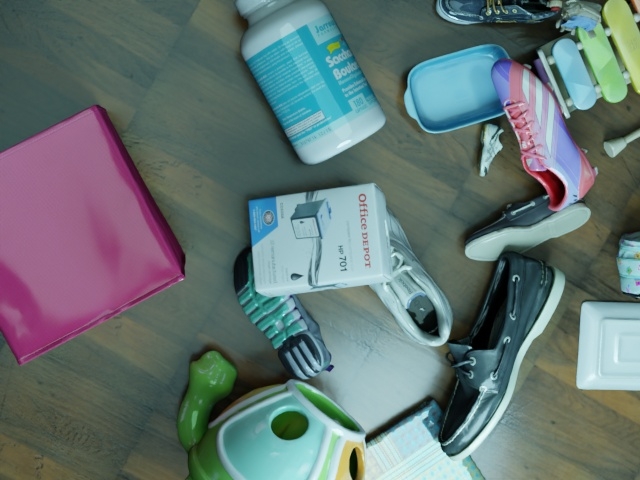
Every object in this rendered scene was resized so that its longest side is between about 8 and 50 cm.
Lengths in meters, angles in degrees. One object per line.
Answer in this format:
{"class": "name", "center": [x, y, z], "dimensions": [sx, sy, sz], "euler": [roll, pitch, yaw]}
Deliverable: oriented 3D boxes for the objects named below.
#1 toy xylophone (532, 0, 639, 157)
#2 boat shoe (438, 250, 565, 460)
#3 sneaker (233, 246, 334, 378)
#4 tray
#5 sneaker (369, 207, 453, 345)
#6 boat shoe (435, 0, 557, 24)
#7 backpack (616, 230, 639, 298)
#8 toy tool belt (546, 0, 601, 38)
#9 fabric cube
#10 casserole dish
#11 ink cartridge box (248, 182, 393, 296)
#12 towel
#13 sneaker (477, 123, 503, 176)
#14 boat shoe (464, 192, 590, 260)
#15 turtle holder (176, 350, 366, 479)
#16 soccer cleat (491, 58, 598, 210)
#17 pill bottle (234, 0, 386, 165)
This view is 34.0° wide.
{"class": "toy xylophone", "center": [0.496, -0.279, 1.637], "dimensions": [0.322, 0.081, 0.236], "euler": [-34, 98, -3]}
{"class": "boat shoe", "center": [0.251, 0.169, 1.617], "dimensions": [0.113, 0.127, 0.340], "euler": [31, 88, -15]}
{"class": "sneaker", "center": [-0.057, 0.114, 1.619], "dimensions": [0.083, 0.098, 0.224], "euler": [-32, 75, 16]}
{"class": "tray", "center": [0.554, 0.175, 1.707], "dimensions": [0.270, 0.030, 0.145], "euler": [2, 93, -7]}
{"class": "sneaker", "center": [0.110, 0.039, 1.595], "dimensions": [0.111, 0.129, 0.297], "euler": [-41, 96, 1]}
{"class": "boat shoe", "center": [0.273, -0.367, 1.603], "dimensions": [0.183, 0.083, 0.065], "euler": [0, 95, -6]}
{"class": "backpack", "center": [0.559, 0.037, 1.650], "dimensions": [0.181, 0.152, 0.115], "euler": [-6, 90, 6]}
{"class": "toy tool belt", "center": [0.376, -0.329, 1.557], "dimensions": [0.083, 0.052, 0.051], "euler": [4, 89, -19]}
{"class": "fabric cube", "center": [-0.357, -0.019, 1.474], "dimensions": [0.254, 0.259, 0.258], "euler": [-29, 99, -4]}
{"class": "casserole dish", "center": [0.218, -0.236, 1.632], "dimensions": [0.188, 0.037, 0.114], "euler": [-17, 96, -6]}
{"class": "ink cartridge box", "center": [0.000, 0.000, 1.527], "dimensions": [0.190, 0.082, 0.140], "euler": [-8, 80, 14]}
{"class": "towel", "center": [0.165, 0.476, 1.684], "dimensions": [0.271, 0.040, 0.370], "euler": [-32, 95, -4]}
{"class": "sneaker", "center": [0.269, -0.141, 1.647], "dimensions": [0.036, 0.032, 0.083], "euler": [8, 94, -7]}
{"class": "boat shoe", "center": [0.319, -0.028, 1.659], "dimensions": [0.206, 0.075, 0.065], "euler": [-20, 54, 1]}
{"class": "turtle holder", "center": [-0.068, 0.318, 1.557], "dimensions": [0.243, 0.320, 0.227], "euler": [30, 98, -35]}
{"class": "soccer cleat", "center": [0.327, -0.161, 1.588], "dimensions": [0.095, 0.083, 0.248], "euler": [-42, 104, -22]}
{"class": "pill bottle", "center": [-0.023, -0.255, 1.546], "dimensions": [0.146, 0.146, 0.264], "euler": [-30, 98, -3]}
